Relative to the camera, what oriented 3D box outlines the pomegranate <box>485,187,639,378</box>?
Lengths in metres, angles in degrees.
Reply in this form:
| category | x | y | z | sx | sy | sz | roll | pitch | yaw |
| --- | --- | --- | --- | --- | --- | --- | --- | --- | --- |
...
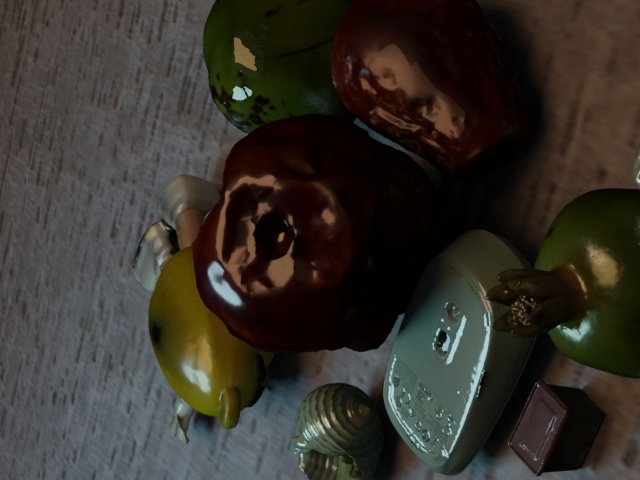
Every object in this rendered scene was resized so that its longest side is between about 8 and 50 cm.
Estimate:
| category | x | y | z | sx | sy | sz | roll | pitch | yaw |
| --- | --- | --- | --- | --- | --- | --- | --- | --- | --- |
| pomegranate | 0.260 | 0.043 | 1.361 | 0.187 | 0.225 | 0.187 | 26 | 121 | 54 |

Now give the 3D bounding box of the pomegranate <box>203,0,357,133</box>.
| category | x | y | z | sx | sy | sz | roll | pitch | yaw |
| --- | --- | --- | --- | --- | --- | --- | --- | --- | --- |
| pomegranate | -0.032 | -0.230 | 1.853 | 0.270 | 0.254 | 0.254 | 111 | 147 | -46 |

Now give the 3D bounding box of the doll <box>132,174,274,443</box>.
| category | x | y | z | sx | sy | sz | roll | pitch | yaw |
| --- | --- | --- | --- | --- | --- | --- | --- | --- | --- |
| doll | -0.181 | 0.103 | 2.103 | 0.348 | 0.161 | 0.423 | 130 | 137 | -59 |

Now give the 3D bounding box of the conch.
| category | x | y | z | sx | sy | sz | roll | pitch | yaw |
| --- | --- | --- | --- | --- | --- | --- | --- | --- | --- |
| conch | 0.028 | 0.243 | 1.799 | 0.135 | 0.102 | 0.153 | 63 | 159 | 17 |

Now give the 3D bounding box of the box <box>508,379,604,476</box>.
| category | x | y | z | sx | sy | sz | roll | pitch | yaw |
| --- | --- | --- | --- | --- | --- | --- | --- | --- | --- |
| box | 0.244 | 0.193 | 1.508 | 0.060 | 0.063 | 0.084 | 48 | 126 | 51 |

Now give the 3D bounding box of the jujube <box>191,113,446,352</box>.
| category | x | y | z | sx | sy | sz | roll | pitch | yaw |
| --- | --- | --- | --- | --- | --- | --- | --- | --- | --- |
| jujube | 0.001 | -0.001 | 1.645 | 0.377 | 0.277 | 0.276 | -3 | -79 | -81 |

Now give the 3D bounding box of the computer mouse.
| category | x | y | z | sx | sy | sz | roll | pitch | yaw |
| --- | --- | --- | --- | --- | --- | --- | --- | --- | --- |
| computer mouse | 0.163 | 0.121 | 1.616 | 0.159 | 0.097 | 0.288 | 47 | 136 | 38 |

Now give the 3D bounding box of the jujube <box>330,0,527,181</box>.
| category | x | y | z | sx | sy | sz | roll | pitch | yaw |
| --- | --- | --- | --- | --- | --- | --- | --- | --- | --- |
| jujube | 0.127 | -0.180 | 1.654 | 0.255 | 0.190 | 0.190 | 55 | 131 | 24 |

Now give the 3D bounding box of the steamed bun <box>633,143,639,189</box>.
| category | x | y | z | sx | sy | sz | roll | pitch | yaw |
| --- | --- | --- | --- | --- | --- | --- | --- | --- | --- |
| steamed bun | 0.421 | 0.005 | 1.122 | 0.247 | 0.236 | 0.383 | 114 | 150 | -41 |
